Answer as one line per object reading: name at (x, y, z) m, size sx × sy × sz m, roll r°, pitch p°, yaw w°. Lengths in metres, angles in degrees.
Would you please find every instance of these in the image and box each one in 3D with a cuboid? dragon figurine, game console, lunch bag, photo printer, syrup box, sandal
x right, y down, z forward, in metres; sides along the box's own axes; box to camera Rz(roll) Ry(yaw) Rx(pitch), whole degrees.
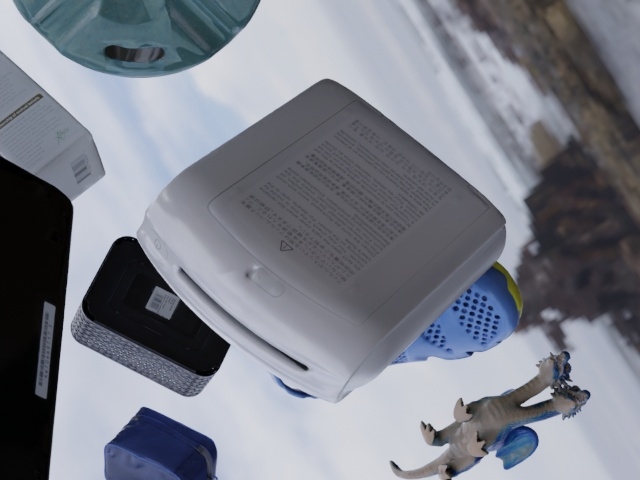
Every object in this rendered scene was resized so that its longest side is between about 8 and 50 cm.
dragon figurine at (0.202, 0.228, 1.870) m, size 0.144 × 0.289 × 0.085 m, roll -10°, pitch -116°, yaw -34°
game console at (-0.378, 0.067, 1.522) m, size 0.342 × 0.060 × 0.386 m, roll 35°, pitch -131°, yaw -50°
lunch bag at (-0.136, 0.196, 1.397) m, size 0.098 × 0.065 × 0.067 m, roll 24°, pitch 135°, yaw 16°
photo printer at (0.000, 0.000, 1.435) m, size 0.256 × 0.107 × 0.307 m, roll 39°, pitch -139°, yaw 10°
syrup box at (-0.365, -0.142, 1.823) m, size 0.237 × 0.096 × 0.093 m, roll 42°, pitch 161°, yaw 24°
sandal at (0.064, 0.098, 1.636) m, size 0.126 × 0.317 × 0.138 m, roll 61°, pitch -143°, yaw -17°

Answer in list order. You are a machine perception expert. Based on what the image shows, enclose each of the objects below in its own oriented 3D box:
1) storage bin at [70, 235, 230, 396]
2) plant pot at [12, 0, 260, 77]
storage bin at (-0.194, 0.092, 1.884) m, size 0.180 × 0.122 × 0.084 m, roll 28°, pitch 151°, yaw -6°
plant pot at (-0.175, -0.334, 1.582) m, size 0.341 × 0.341 × 0.334 m, roll 55°, pitch -166°, yaw -22°
